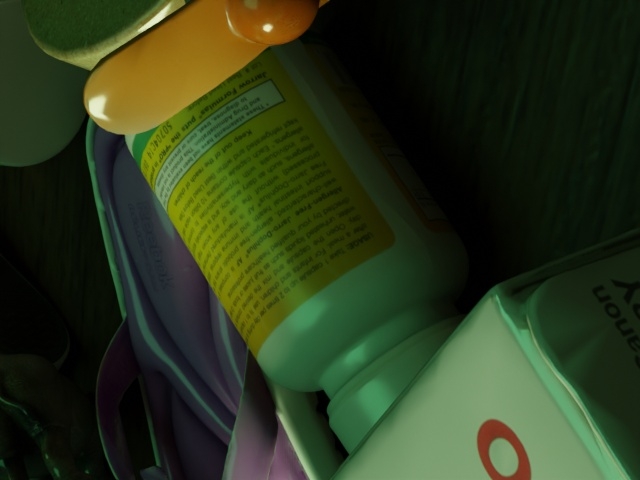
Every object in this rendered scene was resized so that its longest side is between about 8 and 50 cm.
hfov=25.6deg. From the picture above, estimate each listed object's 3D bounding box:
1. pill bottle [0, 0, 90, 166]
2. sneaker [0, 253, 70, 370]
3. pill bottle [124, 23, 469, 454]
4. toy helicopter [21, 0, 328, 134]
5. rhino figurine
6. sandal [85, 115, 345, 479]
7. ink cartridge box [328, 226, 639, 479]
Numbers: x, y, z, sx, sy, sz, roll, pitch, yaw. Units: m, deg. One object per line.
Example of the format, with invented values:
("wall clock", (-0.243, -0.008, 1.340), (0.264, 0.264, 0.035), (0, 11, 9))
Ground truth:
("pill bottle", (-0.259, -0.109, 0.932), (0.229, 0.131, 0.131), (10, 111, 45))
("sneaker", (-0.306, 0.023, 1.047), (0.290, 0.106, 0.123), (51, 132, 20))
("pill bottle", (0.000, 0.000, 0.700), (0.208, 0.117, 0.117), (57, 136, 16))
("toy helicopter", (-0.016, -0.192, 0.619), (0.355, 0.140, 0.235), (-33, 53, 32))
("rhino figurine", (-0.174, 0.131, 0.916), (0.106, 0.073, 0.243), (62, 174, 11))
("sandal", (-0.078, 0.111, 0.834), (0.169, 0.102, 0.416), (-15, 93, 49))
("ink cartridge box", (0.116, 0.204, 0.572), (0.279, 0.160, 0.385), (58, 144, 20))
